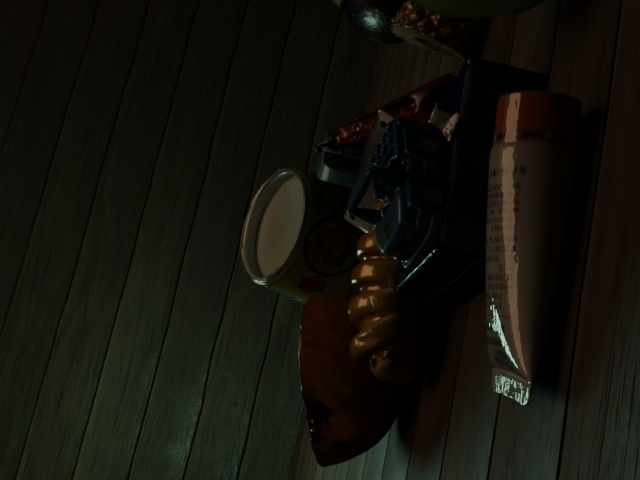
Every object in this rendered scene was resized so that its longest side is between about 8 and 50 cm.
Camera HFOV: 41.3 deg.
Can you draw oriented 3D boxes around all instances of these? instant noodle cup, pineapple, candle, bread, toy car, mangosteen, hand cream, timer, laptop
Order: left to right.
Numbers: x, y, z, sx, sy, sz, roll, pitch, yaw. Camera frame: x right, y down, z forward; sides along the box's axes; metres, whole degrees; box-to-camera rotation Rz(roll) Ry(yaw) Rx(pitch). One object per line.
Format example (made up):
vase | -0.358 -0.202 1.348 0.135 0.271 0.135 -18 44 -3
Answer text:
instant noodle cup | 0.000 0.000 1.791 0.326 0.254 0.325 -32 49 46
timer | 0.112 -0.137 1.664 0.250 0.232 0.091 -96 22 -76
mangosteen | 0.167 -0.632 2.117 0.288 0.288 0.288 -167 90 -86
candle | 0.126 -0.223 1.564 0.059 0.302 0.084 6 -114 -73
bread | 0.116 0.069 1.342 0.173 0.121 0.311 38 -121 -53
toy car | 0.091 -0.066 1.043 0.097 0.100 0.191 117 159 -49
laptop | 0.142 -0.081 1.474 0.015 0.188 0.269 -41 -22 -39
pineapple | 0.225 -0.418 1.543 0.176 0.162 0.136 -117 51 -82
hand cream | 0.207 0.007 0.867 0.140 0.089 0.314 180 99 -87

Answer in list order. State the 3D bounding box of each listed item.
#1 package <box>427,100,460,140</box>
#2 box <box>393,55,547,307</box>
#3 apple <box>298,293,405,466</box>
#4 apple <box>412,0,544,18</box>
package | 0.153 -0.150 1.061 0.110 0.015 0.037 -108 33 -73
box | 0.192 -0.066 1.158 0.279 0.116 0.261 112 168 -74
apple | 0.067 0.236 1.466 0.251 0.163 0.292 -79 -20 -58
apple | 0.191 -0.409 1.016 0.254 0.292 0.291 -43 -33 -81
